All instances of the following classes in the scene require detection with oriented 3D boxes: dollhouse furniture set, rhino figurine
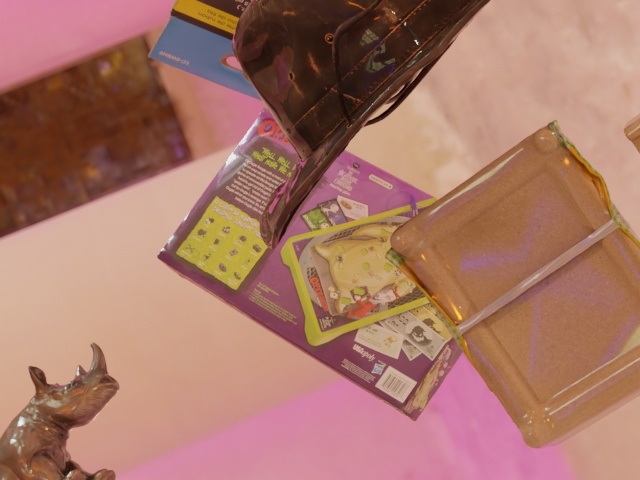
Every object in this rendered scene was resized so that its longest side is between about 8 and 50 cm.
[{"bbox_3d":[0.232,-0.009,1.159,0.197,0.301,0.151,56,-159,4],"label":"dollhouse furniture set"},{"bbox_3d":[-0.233,0.197,1.342,0.073,0.106,0.243,43,-120,-55],"label":"rhino figurine"}]

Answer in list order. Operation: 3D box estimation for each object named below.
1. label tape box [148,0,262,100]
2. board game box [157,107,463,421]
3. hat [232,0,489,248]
[{"bbox_3d":[-0.008,-0.286,1.685,0.333,0.241,0.106,-48,28,48],"label":"label tape box"},{"bbox_3d":[0.016,0.017,1.664,0.347,0.208,0.056,30,174,31],"label":"board game box"},{"bbox_3d":[0.017,-0.156,1.195,0.134,0.331,0.331,40,175,-5],"label":"hat"}]
